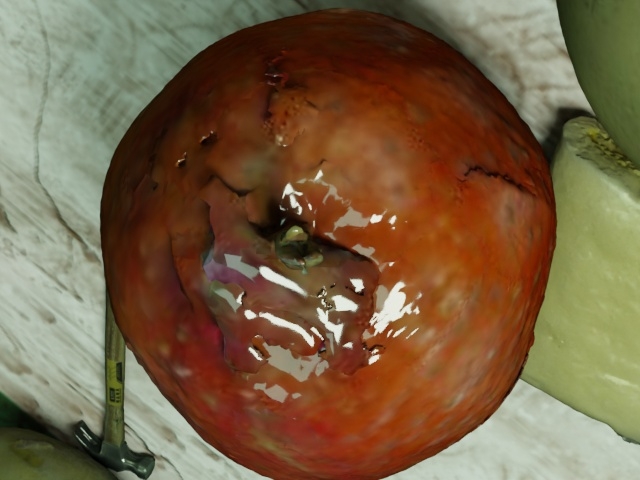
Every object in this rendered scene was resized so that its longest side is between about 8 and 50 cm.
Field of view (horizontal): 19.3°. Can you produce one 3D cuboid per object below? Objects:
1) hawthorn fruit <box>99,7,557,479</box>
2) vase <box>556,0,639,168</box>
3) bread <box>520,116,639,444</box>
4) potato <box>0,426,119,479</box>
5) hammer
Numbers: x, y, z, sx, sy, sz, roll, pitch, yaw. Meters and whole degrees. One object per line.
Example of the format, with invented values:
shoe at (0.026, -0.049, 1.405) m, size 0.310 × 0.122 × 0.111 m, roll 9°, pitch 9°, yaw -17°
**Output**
hawthorn fruit at (0.000, 0.000, 1.029) m, size 0.276 × 0.307 × 0.276 m, roll -1°, pitch 85°, yaw 7°
vase at (0.239, -0.198, 0.868) m, size 0.329 × 0.241 × 0.302 m, roll -28°, pitch 93°, yaw 9°
bread at (0.179, 0.028, 1.125) m, size 0.139 × 0.060 × 0.178 m, roll 24°, pitch 129°, yaw 11°
potato at (-0.201, 0.249, 1.403) m, size 0.178 × 0.160 × 0.235 m, roll -27°, pitch 101°, yaw 7°
hammer at (-0.151, 0.094, 1.365) m, size 0.062 × 0.017 × 0.182 m, roll 15°, pitch 125°, yaw 17°
